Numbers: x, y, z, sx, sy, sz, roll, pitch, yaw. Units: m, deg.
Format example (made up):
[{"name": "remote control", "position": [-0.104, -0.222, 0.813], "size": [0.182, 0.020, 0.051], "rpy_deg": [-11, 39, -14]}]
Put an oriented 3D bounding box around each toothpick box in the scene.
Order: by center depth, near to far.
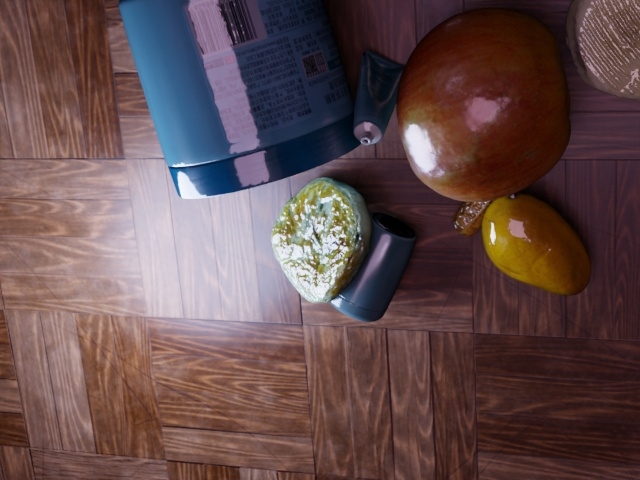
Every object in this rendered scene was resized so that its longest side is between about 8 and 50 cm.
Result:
[{"name": "toothpick box", "position": [0.095, 0.045, 1.960], "size": [0.120, 0.120, 0.184], "rpy_deg": [29, 112, 6]}]

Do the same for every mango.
[{"name": "mango", "position": [0.371, 0.013, 1.870], "size": [0.147, 0.109, 0.227], "rpy_deg": [-37, 107, 29]}]

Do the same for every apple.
[{"name": "apple", "position": [0.273, -0.217, 1.707], "size": [0.302, 0.301, 0.301], "rpy_deg": [6, 111, 16]}]

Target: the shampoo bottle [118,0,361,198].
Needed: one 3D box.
[{"name": "shampoo bottle", "position": [-0.131, -0.282, 1.796], "size": [0.331, 0.331, 0.342], "rpy_deg": [-11, 105, 21]}]

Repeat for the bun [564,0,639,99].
[{"name": "bun", "position": [0.491, -0.333, 1.691], "size": [0.221, 0.134, 0.220], "rpy_deg": [3, 103, 14]}]

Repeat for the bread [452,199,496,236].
[{"name": "bread", "position": [0.287, -0.072, 1.897], "size": [0.052, 0.044, 0.157], "rpy_deg": [37, 115, 5]}]

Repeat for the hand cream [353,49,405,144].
[{"name": "hand cream", "position": [0.094, -0.236, 1.801], "size": [0.083, 0.224, 0.048], "rpy_deg": [22, 136, -9]}]

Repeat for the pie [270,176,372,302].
[{"name": "pie", "position": [0.000, 0.000, 1.950], "size": [0.241, 0.054, 0.240], "rpy_deg": [-13, 72, 45]}]
